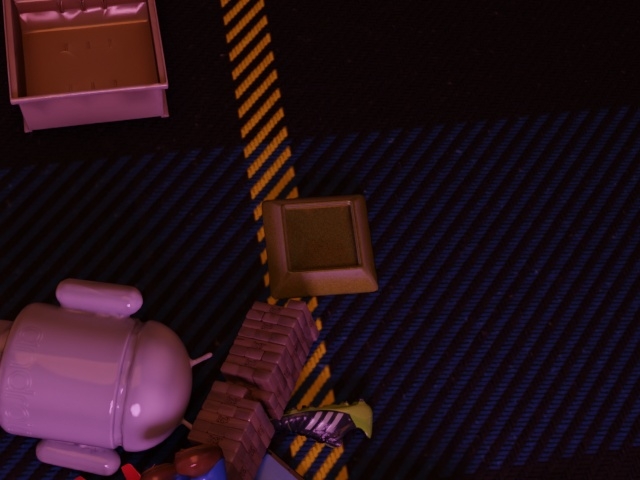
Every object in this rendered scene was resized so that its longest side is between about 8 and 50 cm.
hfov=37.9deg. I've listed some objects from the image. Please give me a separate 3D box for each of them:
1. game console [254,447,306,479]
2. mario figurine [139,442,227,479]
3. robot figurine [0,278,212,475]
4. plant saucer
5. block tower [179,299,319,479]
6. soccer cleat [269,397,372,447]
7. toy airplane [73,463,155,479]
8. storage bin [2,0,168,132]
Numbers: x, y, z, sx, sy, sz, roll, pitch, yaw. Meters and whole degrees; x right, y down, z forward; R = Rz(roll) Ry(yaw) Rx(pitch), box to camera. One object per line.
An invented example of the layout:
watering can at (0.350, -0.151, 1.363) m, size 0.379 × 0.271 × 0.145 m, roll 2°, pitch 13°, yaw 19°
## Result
game console at (-0.083, 0.389, 1.423) m, size 0.122 × 0.107 × 0.071 m, roll 38°, pitch 109°, yaw 11°
mario figurine at (-0.146, 0.431, 1.193) m, size 0.170 × 0.198 × 0.320 m, roll -19°, pitch 72°, yaw -17°
robot figurine at (-0.347, 0.207, 1.404) m, size 0.353 × 0.200 × 0.300 m, roll 8°, pitch 103°, yaw -2°
plant saucer at (0.000, 0.000, 1.615) m, size 0.188 × 0.045 × 0.188 m, roll -4°, pitch 67°, yaw -8°
block tower at (-0.112, 0.246, 1.435) m, size 0.097 × 0.091 × 0.335 m, roll 10°, pitch 54°, yaw 25°
soccer cleat at (-0.003, 0.296, 1.483) m, size 0.179 × 0.060 × 0.072 m, roll -5°, pitch 80°, yaw -9°
toy airplane at (-0.298, 0.394, 1.394) m, size 0.151 × 0.028 × 0.151 m, roll 0°, pitch 94°, yaw 2°
storage bin at (-0.418, -0.343, 1.675) m, size 0.262 × 0.123 × 0.260 m, roll -8°, pitch 68°, yaw -9°
